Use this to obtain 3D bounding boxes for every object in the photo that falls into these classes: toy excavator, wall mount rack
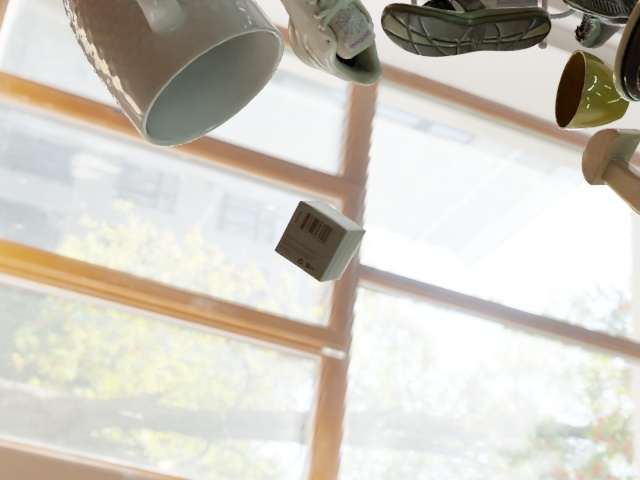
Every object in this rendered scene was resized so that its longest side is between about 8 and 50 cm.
[{"bbox_3d":[0.691,-0.090,1.961,0.445,0.222,0.433,-44,-124,49],"label":"toy excavator"},{"bbox_3d":[0.342,-0.472,2.152,0.130,0.350,0.304,64,30,-62],"label":"wall mount rack"}]

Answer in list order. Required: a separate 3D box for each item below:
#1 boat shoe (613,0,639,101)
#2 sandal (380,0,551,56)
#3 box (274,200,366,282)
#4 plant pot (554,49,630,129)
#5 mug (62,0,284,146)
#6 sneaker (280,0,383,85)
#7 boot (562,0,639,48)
[{"bbox_3d":[0.501,-0.299,1.327,0.340,0.127,0.113,-46,-144,-4],"label":"boat shoe"},{"bbox_3d":[0.249,-0.384,1.892,0.120,0.302,0.086,111,-25,-64],"label":"sandal"},{"bbox_3d":[0.000,0.000,1.784,0.102,0.101,0.087,-62,160,14],"label":"box"},{"bbox_3d":[0.462,-0.245,1.821,0.134,0.095,0.134,-171,-90,-82],"label":"plant pot"},{"bbox_3d":[-0.268,-0.373,1.708,0.276,0.328,0.374,-37,166,-2],"label":"mug"},{"bbox_3d":[0.006,-0.319,1.366,0.114,0.305,0.152,-42,-131,-9],"label":"sneaker"},{"bbox_3d":[0.457,-0.377,1.857,0.137,0.198,0.077,-39,-127,50],"label":"boot"}]
